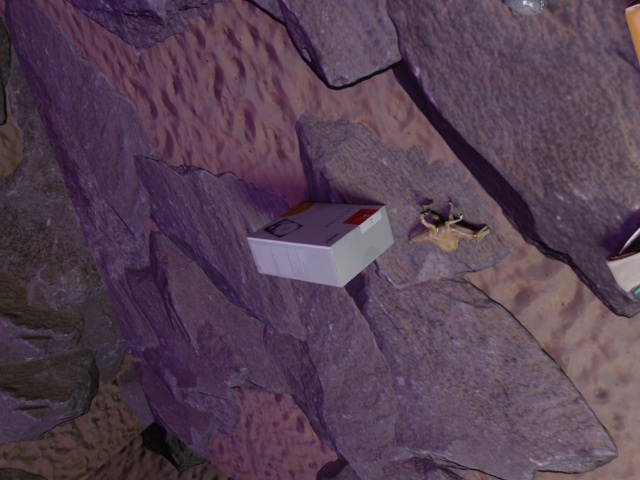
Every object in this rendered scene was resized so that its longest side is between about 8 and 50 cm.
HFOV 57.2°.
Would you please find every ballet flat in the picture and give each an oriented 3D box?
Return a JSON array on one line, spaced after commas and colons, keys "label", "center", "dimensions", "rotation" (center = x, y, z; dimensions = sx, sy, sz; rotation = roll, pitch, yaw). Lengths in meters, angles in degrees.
[{"label": "ballet flat", "center": [0.484, -0.010, 0.781], "dimensions": [0.086, 0.086, 0.248], "rotation": [46, 142, 7]}]

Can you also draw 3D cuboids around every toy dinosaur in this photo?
[{"label": "toy dinosaur", "center": [0.209, -0.019, 1.062], "dimensions": [0.183, 0.053, 0.092], "rotation": [-6, 116, 47]}]

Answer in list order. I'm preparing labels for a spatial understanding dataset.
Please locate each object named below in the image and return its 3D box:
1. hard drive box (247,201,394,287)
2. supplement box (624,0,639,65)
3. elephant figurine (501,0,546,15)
[{"label": "hard drive box", "center": [0.000, 0.000, 1.184], "dimensions": [0.232, 0.181, 0.089], "rotation": [6, 122, 41]}, {"label": "supplement box", "center": [0.436, -0.181, 0.691], "dimensions": [0.078, 0.080, 0.233], "rotation": [-7, 115, 47]}, {"label": "elephant figurine", "center": [0.260, -0.400, 0.663], "dimensions": [0.169, 0.186, 0.239], "rotation": [-101, 32, -42]}]
